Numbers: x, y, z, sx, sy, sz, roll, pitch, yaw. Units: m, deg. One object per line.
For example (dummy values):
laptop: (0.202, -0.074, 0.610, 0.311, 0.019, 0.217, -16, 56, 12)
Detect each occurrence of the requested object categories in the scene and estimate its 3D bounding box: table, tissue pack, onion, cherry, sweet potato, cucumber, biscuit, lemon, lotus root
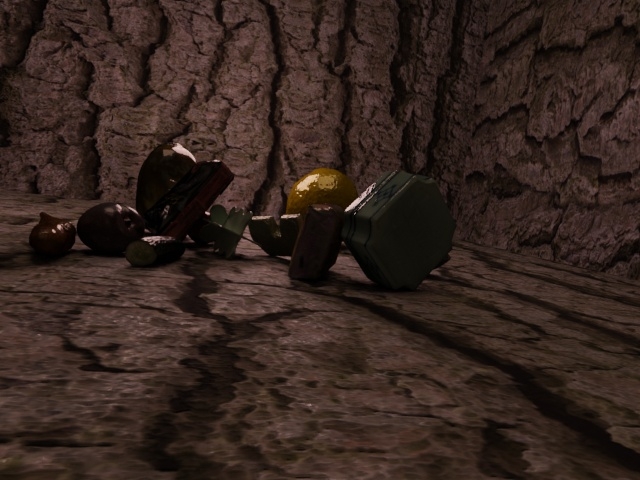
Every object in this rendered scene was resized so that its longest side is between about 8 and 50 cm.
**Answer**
table: (-0.287, -0.028, 1.430, 0.167, 0.166, 0.198, 4, 7, -30)
tissue pack: (-0.454, -0.135, 1.510, 0.123, 0.332, 0.245, 45, -15, -28)
onion: (-0.428, -0.047, 1.616, 0.131, 0.131, 0.131, 7, 6, -1)
tissue pack: (0.000, 0.000, 1.282, 0.123, 0.214, 0.257, 18, 7, 4)
cherry: (-0.585, -0.031, 1.226, 0.176, 0.139, 0.176, -12, -6, -1)
sweet potato: (-0.679, -0.011, 1.133, 0.106, 0.095, 0.355, 55, -18, -27)
cucumber: (-0.428, 0.023, 1.192, 0.075, 0.074, 0.241, 8, 5, 7)
biscuit: (-0.142, -0.016, 1.492, 0.250, 0.147, 0.046, 2, 25, 39)
lemon: (0.016, -0.161, 2.037, 0.350, 0.387, 0.350, 9, -19, 3)
lotus root: (-0.596, -0.210, 1.745, 0.251, 0.345, 0.250, -4, -15, -1)

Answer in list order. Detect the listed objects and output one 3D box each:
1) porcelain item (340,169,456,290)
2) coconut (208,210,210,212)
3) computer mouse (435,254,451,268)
porcelain item: (0.214, -0.029, 1.230, 0.285, 0.281, 0.157, 54, -16, -30)
coconut: (-0.418, -0.057, 1.768, 0.122, 0.116, 0.116, 12, 6, -2)
computer mouse: (0.272, 0.064, 1.572, 0.380, 0.090, 0.167, 5, 3, 39)
